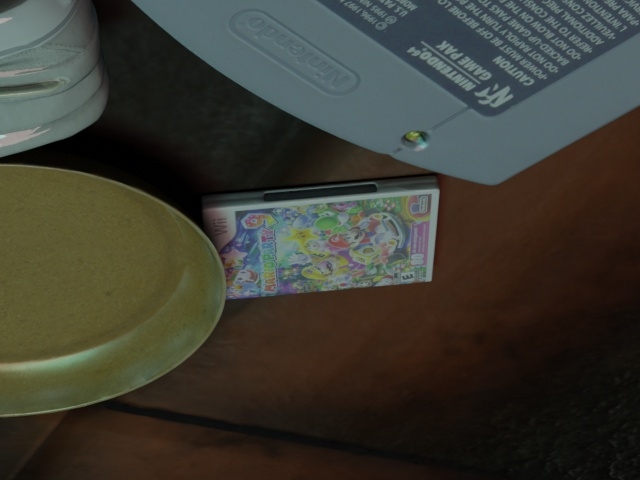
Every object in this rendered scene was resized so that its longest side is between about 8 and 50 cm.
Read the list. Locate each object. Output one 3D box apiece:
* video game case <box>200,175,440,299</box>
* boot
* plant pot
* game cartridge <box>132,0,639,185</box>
[{"bbox_3d":[0.000,0.000,0.983,0.122,0.011,0.087,-5,146,-3],"label":"video game case"},{"bbox_3d":[-0.216,-0.066,0.774,0.258,0.095,0.123,-6,150,3],"label":"boot"},{"bbox_3d":[-0.167,0.020,0.963,0.236,0.032,0.236,-5,147,-3],"label":"plant pot"},{"bbox_3d":[0.036,-0.125,0.771,0.196,0.060,0.294,-33,138,27],"label":"game cartridge"}]
